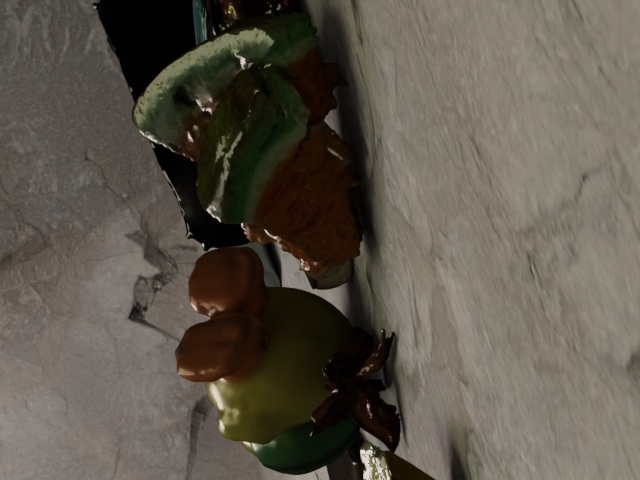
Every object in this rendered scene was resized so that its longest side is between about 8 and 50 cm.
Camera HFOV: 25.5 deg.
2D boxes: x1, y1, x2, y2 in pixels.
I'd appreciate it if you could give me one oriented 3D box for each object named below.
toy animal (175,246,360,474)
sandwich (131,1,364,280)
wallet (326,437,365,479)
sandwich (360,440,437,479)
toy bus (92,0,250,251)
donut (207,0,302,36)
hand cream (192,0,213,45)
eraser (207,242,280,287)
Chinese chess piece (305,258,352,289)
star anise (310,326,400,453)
[{"bbox_3d":[-0.041,0.164,1.761,0.338,0.191,0.216,62,-157,-49],"label":"toy animal"},{"bbox_3d":[-0.063,-0.074,1.502,0.250,0.162,0.301,-17,118,40],"label":"sandwich"},{"bbox_3d":[0.058,0.398,2.029,0.165,0.042,0.309,-127,22,-61],"label":"wallet"},{"bbox_3d":[0.115,0.323,1.437,0.094,0.096,0.258,166,90,-74],"label":"sandwich"},{"bbox_3d":[-0.151,-0.178,1.930,0.162,0.171,0.386,-16,-95,-81],"label":"toy bus"},{"bbox_3d":[-0.074,-0.232,1.644,0.230,0.096,0.216,-168,64,-79],"label":"donut"},{"bbox_3d":[-0.124,-0.170,1.630,0.083,0.048,0.224,-122,23,-66],"label":"hand cream"},{"bbox_3d":[-0.156,-0.018,2.425,0.189,0.104,0.290,100,153,-58],"label":"eraser"},{"bbox_3d":[0.000,0.000,1.721,0.122,0.051,0.122,166,90,-82],"label":"Chinese chess piece"},{"bbox_3d":[0.064,0.155,1.615,0.140,0.144,0.158,12,-120,-49],"label":"star anise"}]
